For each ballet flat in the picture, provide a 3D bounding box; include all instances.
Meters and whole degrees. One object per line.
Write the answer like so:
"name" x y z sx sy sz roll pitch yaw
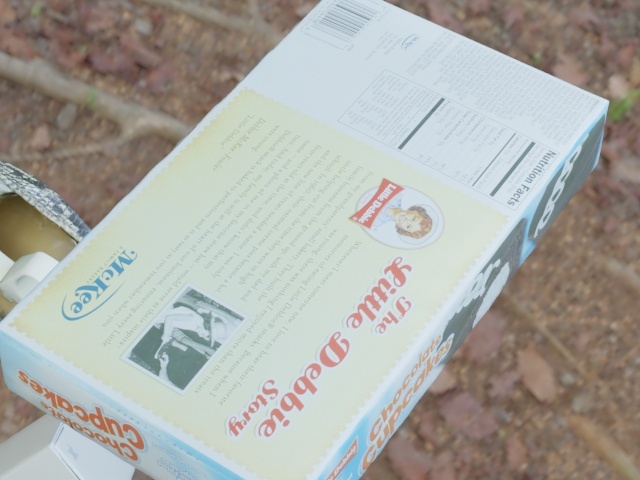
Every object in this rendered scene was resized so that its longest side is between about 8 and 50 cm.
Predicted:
"ballet flat" -0.280 0.030 1.506 0.482 0.182 0.164 34 80 5

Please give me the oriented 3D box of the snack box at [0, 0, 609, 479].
"snack box" 0.000 0.000 0.849 0.187 0.060 0.322 28 56 21

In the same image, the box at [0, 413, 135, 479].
"box" -0.311 0.263 1.433 0.094 0.275 0.113 54 17 -13
